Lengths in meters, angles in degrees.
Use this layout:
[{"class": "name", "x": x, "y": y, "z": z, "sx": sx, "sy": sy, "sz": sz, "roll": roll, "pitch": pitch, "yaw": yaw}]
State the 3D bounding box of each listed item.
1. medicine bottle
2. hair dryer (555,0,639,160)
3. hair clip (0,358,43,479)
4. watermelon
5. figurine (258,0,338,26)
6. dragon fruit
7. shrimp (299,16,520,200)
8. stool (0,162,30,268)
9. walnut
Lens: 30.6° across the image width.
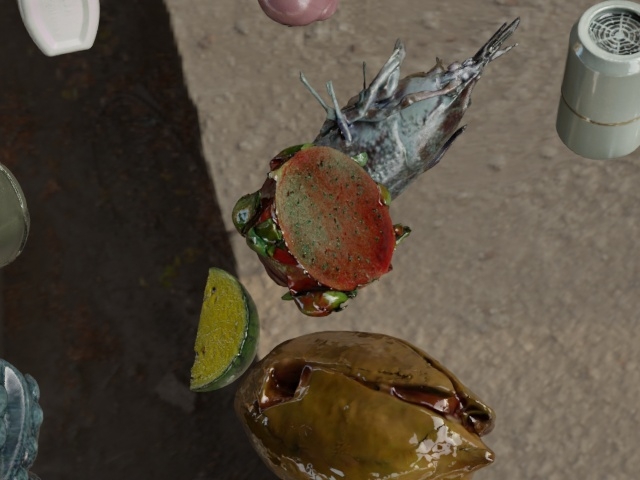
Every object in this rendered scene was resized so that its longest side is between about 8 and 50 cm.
[{"class": "medicine bottle", "x": -0.281, "y": -0.286, "z": 1.191, "sx": 0.219, "sy": 0.078, "sz": 0.115, "roll": -119, "pitch": 19, "yaw": -47}, {"class": "hair dryer", "x": 0.448, "y": -0.205, "z": 1.322, "sx": 0.357, "sy": 0.173, "sz": 0.107, "roll": -12, "pitch": 59, "yaw": -3}, {"class": "hair clip", "x": -0.306, "y": 0.255, "z": 1.008, "sx": 0.194, "sy": 0.310, "sz": 0.206, "roll": -5, "pitch": 121, "yaw": -6}, {"class": "watermelon", "x": -0.129, "y": 0.127, "z": 1.664, "sx": 0.092, "sy": 0.075, "sz": 0.181, "roll": 12, "pitch": 73, "yaw": -7}, {"class": "figurine", "x": -0.026, "y": -0.222, "z": 1.023, "sx": 0.071, "sy": 0.083, "sz": 0.067, "roll": 58, "pitch": 133, "yaw": 50}, {"class": "dragon fruit", "x": 0.000, "y": 0.000, "z": 0.884, "sx": 0.142, "sy": 0.175, "sz": 0.138, "roll": 11, "pitch": 71, "yaw": -13}, {"class": "shrimp", "x": 0.066, "y": -0.140, "z": 1.343, "sx": 0.372, "sy": 0.172, "sz": 0.137, "roll": -51, "pitch": 38, "yaw": 9}, {"class": "stool", "x": -0.254, "y": -0.008, "z": 0.766, "sx": 0.096, "sy": 0.110, "sz": 0.096, "roll": 12, "pitch": 120, "yaw": 22}, {"class": "walnut", "x": 0.032, "y": 0.140, "z": 0.910, "sx": 0.245, "sy": 0.137, "sz": 0.137, "roll": 11, "pitch": 104, "yaw": 34}]
